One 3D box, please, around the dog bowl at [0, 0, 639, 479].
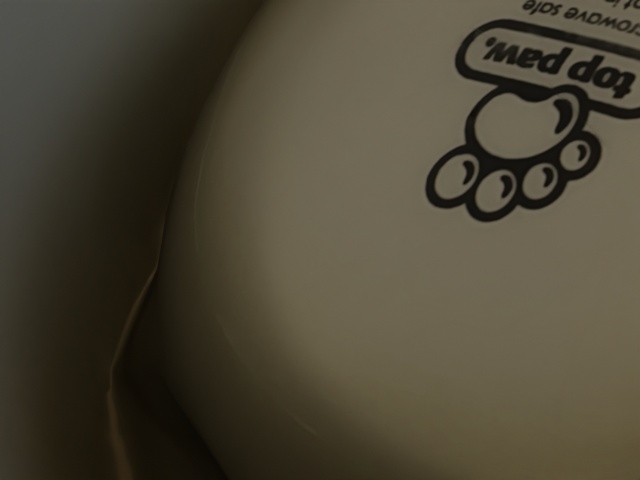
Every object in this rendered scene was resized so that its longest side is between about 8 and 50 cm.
[{"bbox_3d":[0.077,-0.031,0.425,0.408,0.408,0.150,-48,136,-14],"label":"dog bowl"}]
